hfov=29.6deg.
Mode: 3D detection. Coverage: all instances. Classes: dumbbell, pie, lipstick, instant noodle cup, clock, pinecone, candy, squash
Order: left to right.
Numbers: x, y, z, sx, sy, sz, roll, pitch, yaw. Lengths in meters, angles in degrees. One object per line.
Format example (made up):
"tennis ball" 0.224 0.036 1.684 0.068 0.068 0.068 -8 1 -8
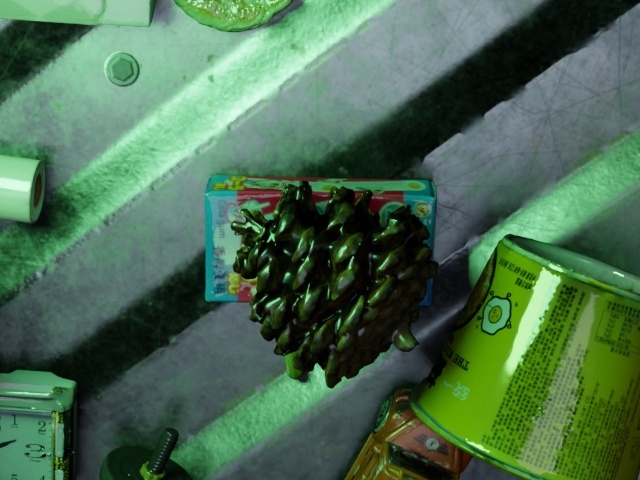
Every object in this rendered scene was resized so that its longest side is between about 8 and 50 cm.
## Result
"lipstick" -0.536 -0.086 1.606 0.326 0.087 0.087 8 108 -1
"clock" -0.468 0.277 1.726 0.253 0.083 0.187 5 108 0
"dumbbell" -0.274 0.405 1.731 0.143 0.143 0.326 25 107 -7
"pie" -0.110 -0.356 1.530 0.186 0.041 0.187 1 108 2
"squash" -0.038 0.158 1.705 0.027 0.027 0.083 -1 109 2
"candy" 0.000 0.000 1.615 0.305 0.100 0.157 2 108 0
"pinecone" 0.017 0.039 1.460 0.243 0.243 0.257 -39 99 13
"instant noodle cup" 0.304 0.151 1.559 0.325 0.325 0.254 18 99 -5

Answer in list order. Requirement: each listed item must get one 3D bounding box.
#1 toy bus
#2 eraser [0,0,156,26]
"toy bus" 0.097 0.378 1.709 0.143 0.153 0.329 27 107 -6
"eraser" -0.399 -0.386 1.506 0.396 0.082 0.213 3 109 0
